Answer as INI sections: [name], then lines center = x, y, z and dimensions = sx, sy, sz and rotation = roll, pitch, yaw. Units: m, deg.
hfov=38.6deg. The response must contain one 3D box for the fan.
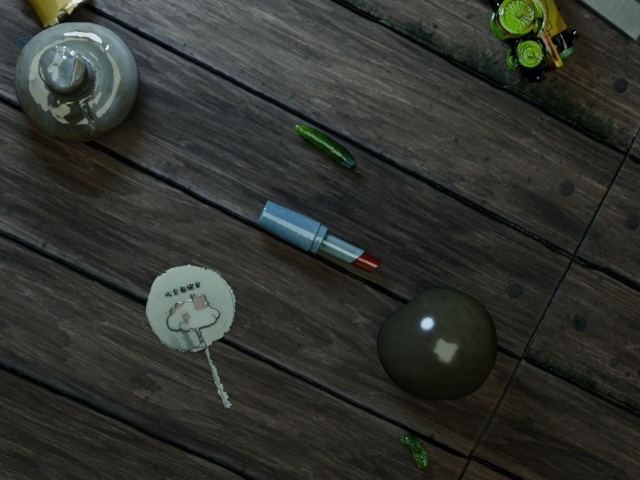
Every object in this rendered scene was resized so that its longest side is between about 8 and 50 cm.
[fan]
center = -0.253, 0.210, 1.953
dimensions = 0.190, 0.009, 0.329
rotation = -19, 96, -3

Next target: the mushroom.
[mushroom]
center = -0.478, -0.310, 1.777
dimensions = 0.243, 0.243, 0.244
rotation = 0, 95, -5

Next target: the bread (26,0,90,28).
[bread]
center = -0.539, -0.520, 1.822
dimensions = 0.134, 0.085, 0.173
rotation = -36, 97, 0

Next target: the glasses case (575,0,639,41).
[glasses case]
center = 0.602, -0.508, 1.936
dimensions = 0.205, 0.047, 0.071
rotation = 34, 96, -7

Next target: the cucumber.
[cucumber]
center = 0.018, -0.197, 1.922
dimensions = 0.168, 0.039, 0.039
rotation = 34, 92, -5

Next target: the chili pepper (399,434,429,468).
[chili pepper]
center = 0.210, 0.461, 2.005
dimensions = 0.034, 0.030, 0.091
rotation = -31, 95, 24

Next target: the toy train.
[toy train]
center = 0.424, -0.479, 1.898
dimensions = 0.160, 0.100, 0.296
rotation = -28, 97, -3

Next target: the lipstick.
[lipstick]
center = 0.000, 0.000, 1.927
dimensions = 0.274, 0.061, 0.068
rotation = 26, 91, -7

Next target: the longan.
[longan]
center = 0.241, 0.213, 1.895
dimensions = 0.248, 0.248, 0.248
rotation = 0, 95, -5
